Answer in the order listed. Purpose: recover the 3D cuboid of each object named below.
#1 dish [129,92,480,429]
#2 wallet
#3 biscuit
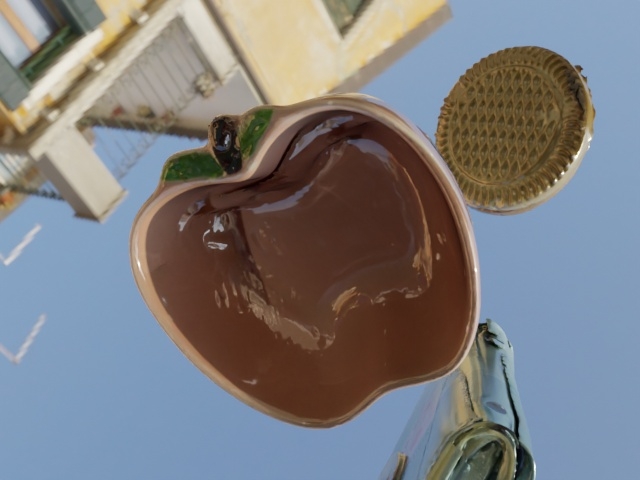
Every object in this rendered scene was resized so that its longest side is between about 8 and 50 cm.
[{"bbox_3d":[0.000,0.000,0.606,0.213,0.213,0.090,-12,-161,21],"label":"dish"},{"bbox_3d":[0.094,0.167,0.742,0.250,0.075,0.176,-52,167,-77],"label":"wallet"},{"bbox_3d":[0.267,-0.156,1.402,0.259,0.079,0.259,-13,-111,37],"label":"biscuit"}]
